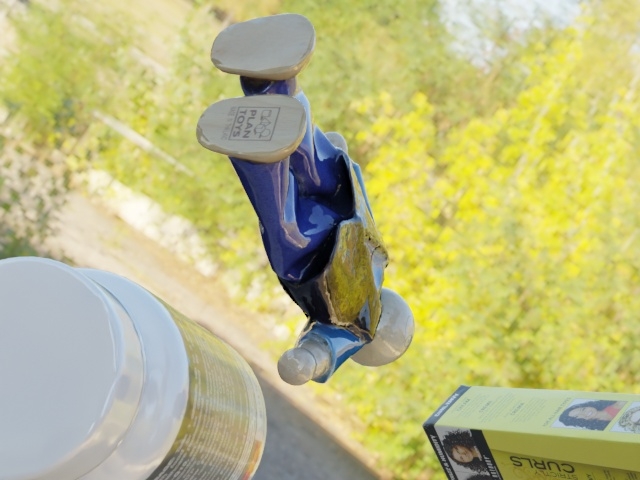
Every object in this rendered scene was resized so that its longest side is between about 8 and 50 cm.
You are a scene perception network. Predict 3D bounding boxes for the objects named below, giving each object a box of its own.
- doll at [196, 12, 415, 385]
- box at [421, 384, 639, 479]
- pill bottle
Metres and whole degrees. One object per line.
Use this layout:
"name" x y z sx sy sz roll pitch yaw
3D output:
"doll" 0.000 0.000 0.513 0.046 0.129 0.189 -4 -34 16
"box" 0.184 0.154 0.878 0.232 0.058 0.087 -3 -61 48
"pill bottle" -0.148 0.110 0.856 0.161 0.161 0.283 38 -5 20
